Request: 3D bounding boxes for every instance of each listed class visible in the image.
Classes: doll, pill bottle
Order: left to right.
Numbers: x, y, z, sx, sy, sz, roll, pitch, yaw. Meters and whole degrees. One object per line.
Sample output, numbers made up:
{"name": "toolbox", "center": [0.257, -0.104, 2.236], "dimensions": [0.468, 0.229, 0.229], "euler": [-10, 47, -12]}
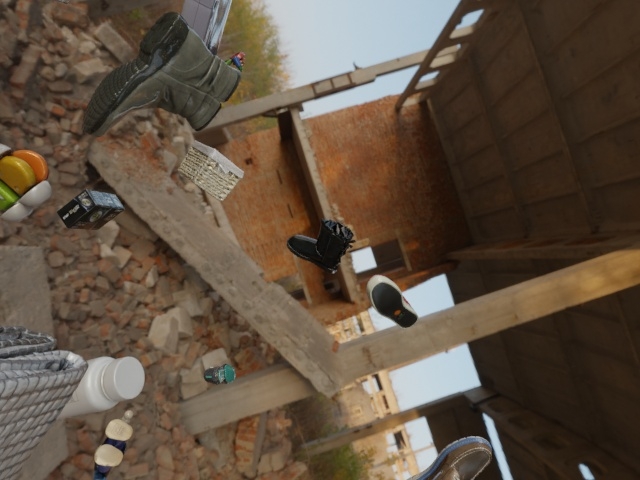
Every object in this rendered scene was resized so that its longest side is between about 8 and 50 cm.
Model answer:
{"name": "pill bottle", "center": [-0.573, 0.367, 1.045], "dimensions": [0.131, 0.229, 0.131], "euler": [-16, 90, -75]}
{"name": "doll", "center": [-0.361, 0.358, 0.714], "dimensions": [0.189, 0.046, 0.129], "euler": [-48, -156, 47]}

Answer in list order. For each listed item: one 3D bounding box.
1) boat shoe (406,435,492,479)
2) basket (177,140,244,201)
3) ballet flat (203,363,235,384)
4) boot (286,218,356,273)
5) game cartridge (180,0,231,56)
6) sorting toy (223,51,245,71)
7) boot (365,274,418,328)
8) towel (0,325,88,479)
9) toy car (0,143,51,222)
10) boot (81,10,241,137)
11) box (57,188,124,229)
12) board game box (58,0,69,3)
{"name": "boat shoe", "center": [0.208, 0.394, 0.664], "dimensions": [0.066, 0.183, 0.066], "euler": [41, 12, -11]}
{"name": "basket", "center": [-0.304, -0.189, 1.125], "dimensions": [0.113, 0.103, 0.167], "euler": [37, -4, -39]}
{"name": "ballet flat", "center": [-0.352, 0.463, 1.425], "dimensions": [0.203, 0.074, 0.074], "euler": [76, -4, -74]}
{"name": "boot", "center": [-0.001, 0.000, 0.766], "dimensions": [0.121, 0.045, 0.099], "euler": [31, -46, 10]}
{"name": "game cartridge", "center": [-0.235, -0.428, 0.829], "dimensions": [0.297, 0.062, 0.198], "euler": [-52, -163, 45]}
{"name": "sorting toy", "center": [-0.246, -0.496, 1.170], "dimensions": [0.061, 0.102, 0.042], "euler": [13, -40, 45]}
{"name": "boot", "center": [0.178, 0.139, 1.203], "dimensions": [0.244, 0.088, 0.176], "euler": [46, 10, -41]}
{"name": "towel", "center": [-0.380, 0.198, 0.381], "dimensions": [0.121, 0.235, 0.284], "euler": [32, -13, 2]}
{"name": "toy car", "center": [-0.727, -0.147, 0.983], "dimensions": [0.159, 0.181, 0.136], "euler": [51, 25, -24]}
{"name": "boot", "center": [-0.254, -0.228, 0.682], "dimensions": [0.161, 0.246, 0.083], "euler": [39, 10, -50]}
{"name": "box", "center": [-0.880, -0.115, 1.593], "dimensions": [0.078, 0.147, 0.180], "euler": [54, 5, 4]}
{"name": "board game box", "center": [-0.545, -0.627, 0.773], "dimensions": [0.086, 0.308, 0.302], "euler": [47, 21, -6]}
